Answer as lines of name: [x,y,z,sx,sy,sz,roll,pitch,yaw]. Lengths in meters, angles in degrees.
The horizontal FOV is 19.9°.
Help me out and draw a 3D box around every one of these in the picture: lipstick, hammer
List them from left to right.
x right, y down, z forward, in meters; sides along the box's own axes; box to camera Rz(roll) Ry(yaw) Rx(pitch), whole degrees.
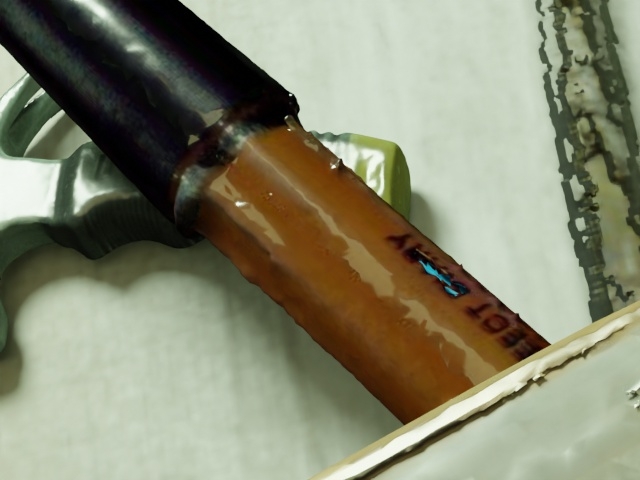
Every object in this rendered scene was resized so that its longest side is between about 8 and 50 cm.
hammer: [-0.069,-0.021,0.856,0.226,0.041,0.158,-2,60,17]
lipstick: [0.000,0.000,0.755,0.077,0.077,0.418,-43,67,-11]

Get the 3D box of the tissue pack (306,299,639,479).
tissue pack: [0.112,0.184,0.509,0.238,0.305,0.238,-7,59,11]
